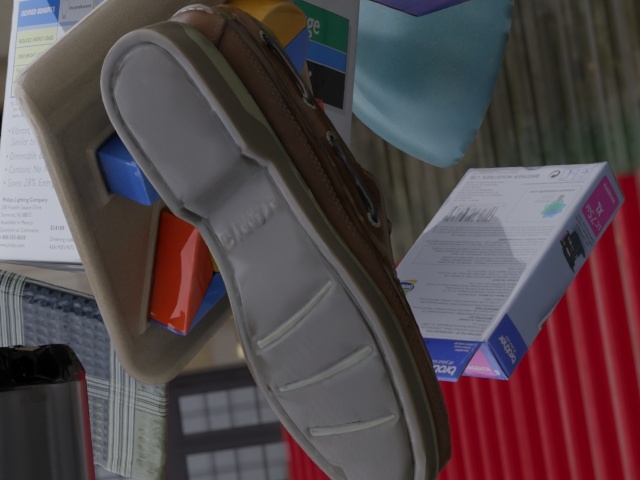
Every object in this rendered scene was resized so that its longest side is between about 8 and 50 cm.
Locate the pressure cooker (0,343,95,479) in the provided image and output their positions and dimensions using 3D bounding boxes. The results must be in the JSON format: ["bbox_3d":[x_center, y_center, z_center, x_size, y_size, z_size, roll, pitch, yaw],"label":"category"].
[{"bbox_3d":[-0.400,0.319,1.473,0.375,0.369,0.420,5,-103,-70],"label":"pressure cooker"}]

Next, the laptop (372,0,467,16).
[{"bbox_3d":[0.258,-0.161,1.188,0.408,0.236,0.382,41,-166,10],"label":"laptop"}]

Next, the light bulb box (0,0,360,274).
[{"bbox_3d":[-0.166,-0.140,1.711,0.225,0.358,0.361,11,-98,-54],"label":"light bulb box"}]

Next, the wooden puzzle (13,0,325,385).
[{"bbox_3d":[-0.095,-0.082,1.345,0.322,0.080,0.348,-48,-41,-32],"label":"wooden puzzle"}]

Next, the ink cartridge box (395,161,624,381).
[{"bbox_3d":[0.158,0.042,1.513,0.311,0.185,0.065,-50,-58,-32],"label":"ink cartridge box"}]

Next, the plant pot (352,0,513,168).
[{"bbox_3d":[0.117,-0.261,2.019,0.290,0.195,0.290,-166,90,-80],"label":"plant pot"}]

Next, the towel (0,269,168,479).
[{"bbox_3d":[-0.352,0.187,2.095,0.056,0.312,0.324,-66,-12,-50],"label":"towel"}]

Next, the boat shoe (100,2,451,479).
[{"bbox_3d":[0.000,0.000,0.854,0.104,0.110,0.307,-31,-85,-49],"label":"boat shoe"}]
